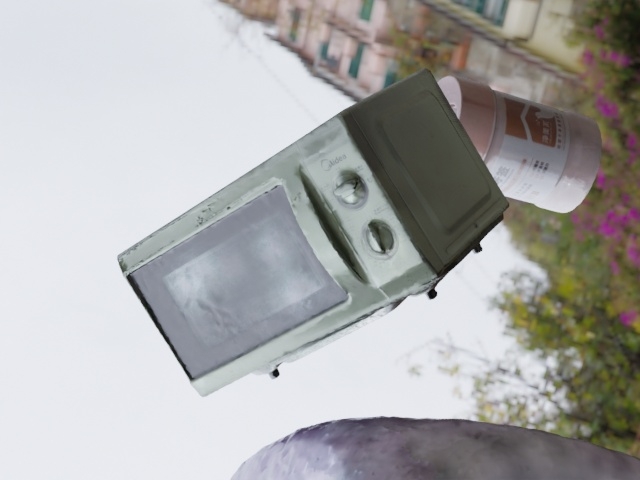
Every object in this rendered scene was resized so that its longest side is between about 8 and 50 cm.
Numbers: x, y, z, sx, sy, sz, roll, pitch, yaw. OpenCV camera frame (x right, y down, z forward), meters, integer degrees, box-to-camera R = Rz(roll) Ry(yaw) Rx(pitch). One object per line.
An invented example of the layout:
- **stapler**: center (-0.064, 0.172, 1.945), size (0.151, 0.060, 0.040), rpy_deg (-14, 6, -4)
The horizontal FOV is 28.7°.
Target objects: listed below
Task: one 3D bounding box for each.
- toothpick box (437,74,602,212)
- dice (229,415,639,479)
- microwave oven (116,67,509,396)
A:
- **toothpick box**: center (0.174, -0.089, 1.170), size (0.149, 0.098, 0.098), rpy_deg (14, -161, -19)
- **dice**: center (0.071, 0.261, 0.685), size (0.270, 0.270, 0.271), rpy_deg (20, 153, -21)
- **microwave oven**: center (0.000, 0.000, 0.828), size (0.129, 0.205, 0.163), rpy_deg (60, -147, -1)
